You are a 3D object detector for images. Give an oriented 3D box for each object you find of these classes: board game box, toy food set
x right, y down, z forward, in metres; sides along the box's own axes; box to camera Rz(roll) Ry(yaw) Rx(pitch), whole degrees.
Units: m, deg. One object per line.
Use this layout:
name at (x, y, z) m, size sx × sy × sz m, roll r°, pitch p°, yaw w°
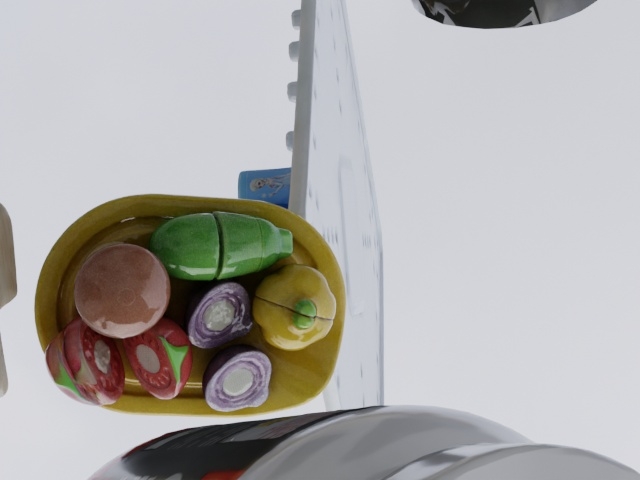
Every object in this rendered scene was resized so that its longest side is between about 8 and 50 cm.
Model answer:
board game box at (0.000, 0.000, 1.399) m, size 0.050 × 0.390 × 0.390 m, roll -5°, pitch -136°, yaw 7°
toy food set at (-0.084, 0.043, 1.064) m, size 0.218 × 0.128 × 0.071 m, roll 2°, pitch -169°, yaw -15°

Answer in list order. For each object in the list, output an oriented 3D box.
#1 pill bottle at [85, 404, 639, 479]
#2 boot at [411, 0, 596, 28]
pill bottle at (0.011, 0.177, 0.838) m, size 0.210 × 0.210 × 0.363 m, roll -53°, pitch -167°, yaw -21°
boot at (0.080, -0.287, 0.858) m, size 0.131 × 0.260 × 0.348 m, roll -7°, pitch -143°, yaw 9°
